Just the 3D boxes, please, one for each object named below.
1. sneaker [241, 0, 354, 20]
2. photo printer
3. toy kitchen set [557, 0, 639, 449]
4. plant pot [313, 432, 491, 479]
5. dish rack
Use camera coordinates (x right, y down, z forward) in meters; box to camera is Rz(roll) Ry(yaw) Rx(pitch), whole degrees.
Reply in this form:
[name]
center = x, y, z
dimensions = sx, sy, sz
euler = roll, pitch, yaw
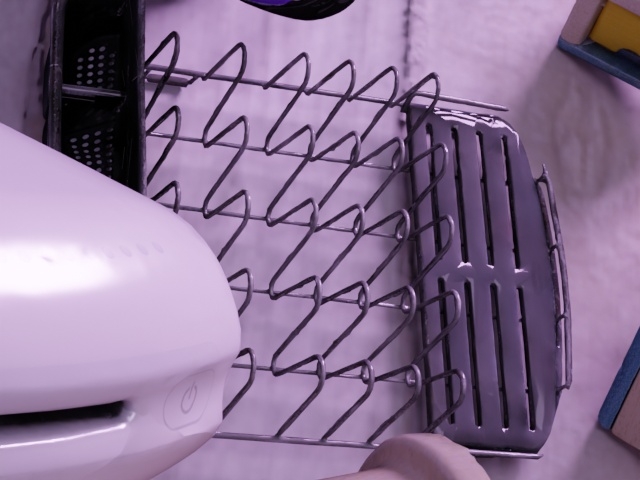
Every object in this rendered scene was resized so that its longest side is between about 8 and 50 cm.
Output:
[sneaker]
center = -0.080, -0.199, 0.882
dimensions = 0.102, 0.146, 0.293
euler = -44, 61, 7
[photo printer]
center = -0.196, 0.001, 0.596
dimensions = 0.256, 0.307, 0.107
euler = 2, 108, -48
[toy kitchen set]
center = 0.163, -0.028, 0.928
dimensions = 0.166, 0.122, 0.207
euler = 30, 53, 14
[plant pot]
center = -0.107, 0.231, 0.573
dimensions = 0.305, 0.334, 0.333
euler = 0, 68, -13
[dish rack]
center = 0.000, 0.000, 0.842
dimensions = 0.271, 0.074, 0.208
euler = 7, 66, -22
